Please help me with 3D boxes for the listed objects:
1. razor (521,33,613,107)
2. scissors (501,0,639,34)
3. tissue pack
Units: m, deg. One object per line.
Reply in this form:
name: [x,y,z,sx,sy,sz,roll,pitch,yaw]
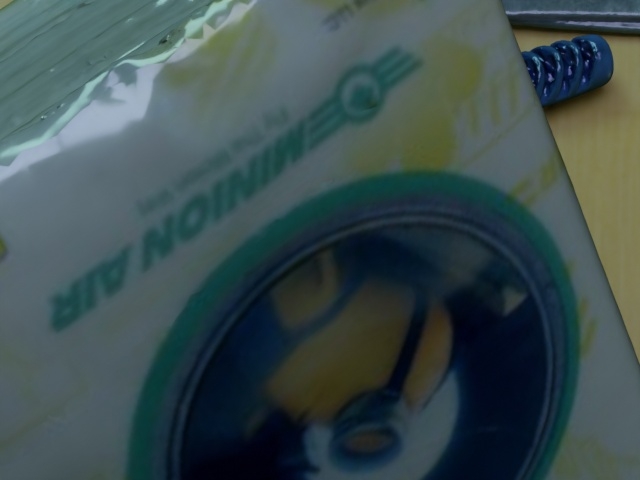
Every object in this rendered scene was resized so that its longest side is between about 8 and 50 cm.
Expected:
razor: [0.052,-0.075,0.847,0.253,0.042,0.082,-15,67,-2]
scissors: [0.064,-0.163,0.893,0.447,0.029,0.193,8,68,6]
tissue pack: [-0.020,0.066,0.603,0.287,0.388,0.162,-35,35,-10]
